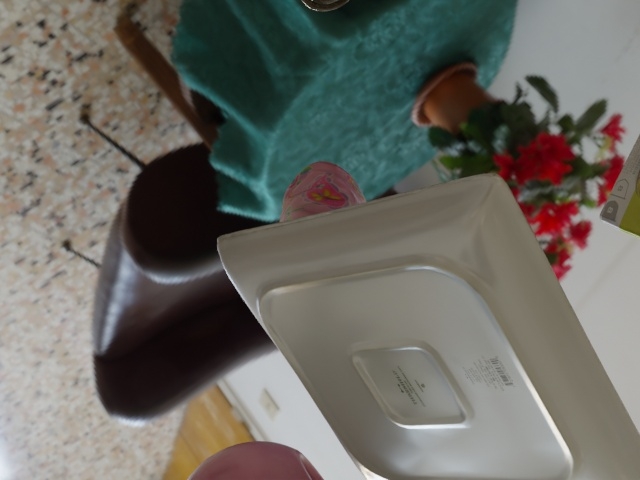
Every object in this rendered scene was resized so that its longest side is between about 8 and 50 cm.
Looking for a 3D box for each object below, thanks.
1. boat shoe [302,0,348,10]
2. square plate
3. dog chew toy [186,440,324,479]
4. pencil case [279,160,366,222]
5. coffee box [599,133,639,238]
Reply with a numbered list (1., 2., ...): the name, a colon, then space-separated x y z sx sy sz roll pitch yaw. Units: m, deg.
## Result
1. boat shoe: -0.009 -0.417 1.063 0.111 0.104 0.307 -13 128 -10
2. square plate: 0.091 0.119 0.883 0.344 0.347 0.049 -12 -152 44
3. dog chew toy: -0.127 0.366 1.010 0.332 0.206 0.206 -36 157 -1
4. pencil case: 0.000 0.000 1.228 0.124 0.124 0.284 -48 -164 20
5. coffee box: 0.534 -0.077 0.848 0.337 0.338 0.334 -66 -165 7
